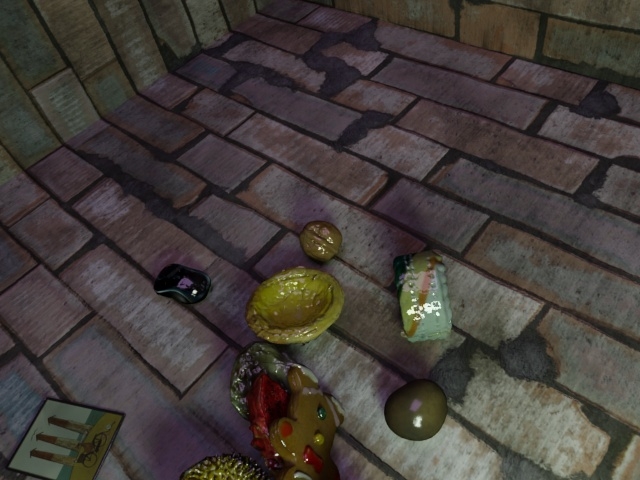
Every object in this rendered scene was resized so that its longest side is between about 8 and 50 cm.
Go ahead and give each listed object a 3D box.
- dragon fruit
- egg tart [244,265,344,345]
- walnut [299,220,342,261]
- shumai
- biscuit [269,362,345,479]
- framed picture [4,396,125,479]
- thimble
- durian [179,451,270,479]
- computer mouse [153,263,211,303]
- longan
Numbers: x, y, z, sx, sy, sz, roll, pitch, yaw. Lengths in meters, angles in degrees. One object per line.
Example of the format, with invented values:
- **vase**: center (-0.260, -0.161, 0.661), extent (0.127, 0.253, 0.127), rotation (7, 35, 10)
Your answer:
- **dragon fruit**: center (-0.132, 0.551, 1.401), extent (0.152, 0.317, 0.205), rotation (-31, 21, 22)
- **egg tart**: center (-0.086, 0.237, 1.728), extent (0.345, 0.132, 0.345), rotation (-4, 42, 3)
- **walnut**: center (0.000, 0.000, 1.918), extent (0.166, 0.149, 0.167), rotation (-1, 85, 13)
- **shumai**: center (-0.146, 0.431, 1.562), extent (0.218, 0.189, 0.256), rotation (0, 56, 13)
- **biscuit**: center (-0.023, 0.551, 1.348), extent (0.064, 0.283, 0.432), rotation (-29, 21, 25)
- **framed picture**: center (-0.823, 0.651, 1.635), extent (0.323, 0.013, 0.244), rotation (6, 52, 15)
- **thimble**: center (0.328, 0.179, 1.631), extent (0.167, 0.254, 0.288), rotation (-8, 77, 10)
- **durian**: center (-0.248, 0.704, 1.340), extent (0.292, 0.258, 0.258), rotation (0, 50, -4)
- **computer mouse**: center (-0.533, 0.160, 1.921), extent (0.233, 0.096, 0.137), rotation (7, 53, 15)
- **longan**: center (0.274, 0.486, 1.447), extent (0.189, 0.189, 0.189), rotation (-6, 50, 7)
